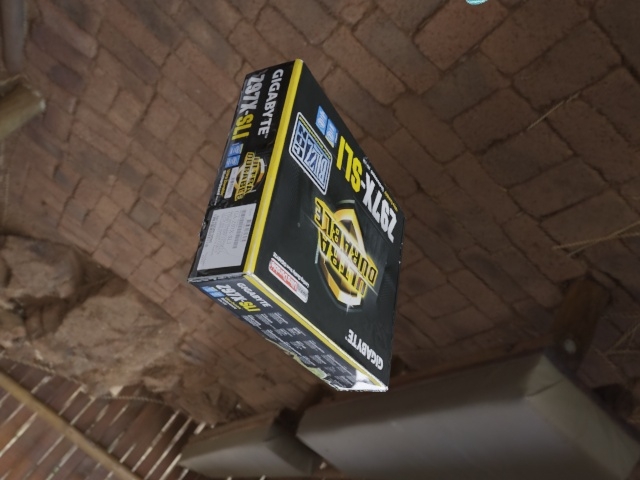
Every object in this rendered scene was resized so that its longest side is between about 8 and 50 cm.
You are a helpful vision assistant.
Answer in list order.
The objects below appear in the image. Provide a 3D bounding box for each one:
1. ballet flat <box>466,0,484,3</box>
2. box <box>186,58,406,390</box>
[{"bbox_3d":[0.330,-0.524,1.120,0.091,0.077,0.241,9,155,-18],"label":"ballet flat"},{"bbox_3d":[0.000,0.000,0.726,0.080,0.257,0.322,-8,146,27],"label":"box"}]
